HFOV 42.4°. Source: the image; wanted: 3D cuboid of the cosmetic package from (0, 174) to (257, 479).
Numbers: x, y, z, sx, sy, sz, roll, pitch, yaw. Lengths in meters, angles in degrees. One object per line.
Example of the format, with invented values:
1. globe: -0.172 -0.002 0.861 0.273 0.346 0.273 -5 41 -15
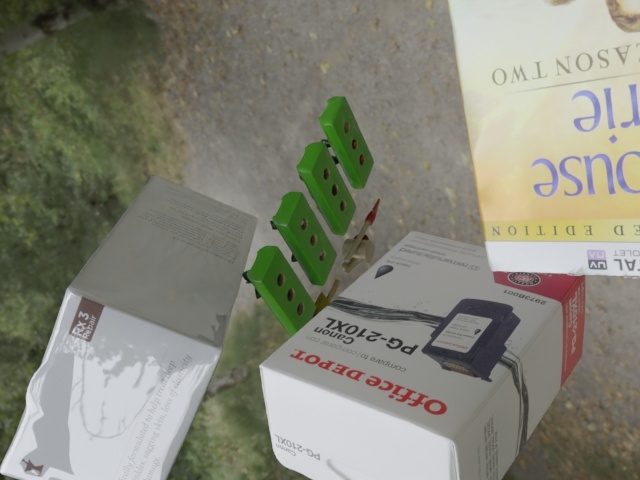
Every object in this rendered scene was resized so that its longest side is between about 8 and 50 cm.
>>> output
1. cosmetic package: -0.190 0.092 0.917 0.156 0.217 0.385 22 -160 -9

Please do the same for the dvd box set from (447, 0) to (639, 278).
1. dvd box set: 0.195 -0.186 0.436 0.307 0.062 0.420 1 105 48

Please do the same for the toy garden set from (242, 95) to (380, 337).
1. toy garden set: 0.000 0.000 0.915 0.049 0.244 0.204 5 145 29

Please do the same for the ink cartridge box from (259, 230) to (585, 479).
1. ink cartridge box: 0.091 0.101 0.677 0.172 0.237 0.100 14 126 34
